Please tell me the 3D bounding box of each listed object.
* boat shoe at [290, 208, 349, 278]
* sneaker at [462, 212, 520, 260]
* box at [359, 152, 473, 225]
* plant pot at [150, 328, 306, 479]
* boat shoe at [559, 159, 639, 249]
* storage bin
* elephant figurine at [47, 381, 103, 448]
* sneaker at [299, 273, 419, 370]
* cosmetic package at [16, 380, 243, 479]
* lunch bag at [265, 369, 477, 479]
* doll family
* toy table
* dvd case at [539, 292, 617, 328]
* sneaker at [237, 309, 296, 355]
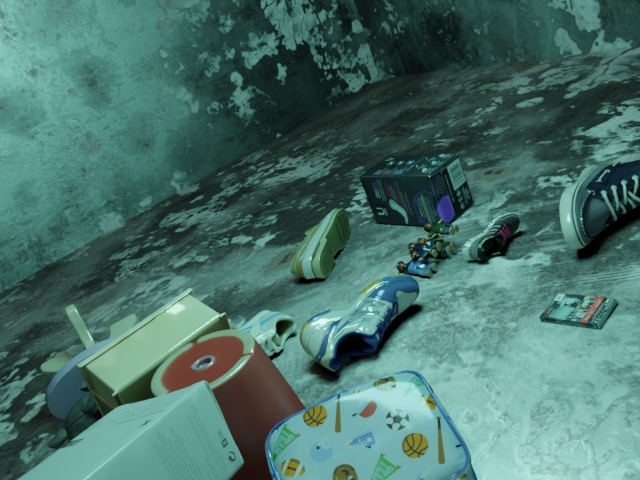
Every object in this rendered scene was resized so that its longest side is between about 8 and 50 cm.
[{"bbox_3d":[0.000,0.000,1.960,0.103,0.113,0.302,-5,28,24],"label":"boat shoe"},{"bbox_3d":[0.423,-0.003,1.647,0.170,0.063,0.074,-34,24,-15],"label":"sneaker"},{"bbox_3d":[0.272,-0.145,1.972,0.143,0.165,0.270,-37,27,-33],"label":"box"},{"bbox_3d":[-0.161,0.310,1.220,0.274,0.243,0.275,-19,21,8],"label":"plant pot"},{"bbox_3d":[0.656,-0.097,1.553,0.158,0.127,0.340,-14,21,39],"label":"boat shoe"},{"bbox_3d":[-0.290,0.283,1.352,0.123,0.261,0.262,22,46,39],"label":"storage bin"},{"bbox_3d":[-0.453,0.365,1.528,0.239,0.185,0.170,-111,46,-78],"label":"elephant figurine"},{"bbox_3d":[0.108,0.184,1.484,0.296,0.112,0.131,-30,41,-15],"label":"sneaker"},{"bbox_3d":[-0.307,0.364,0.943,0.217,0.156,0.385,-22,5,29],"label":"cosmetic package"},{"bbox_3d":[0.071,0.349,1.049,0.303,0.115,0.243,-25,43,-4],"label":"lunch bag"},{"bbox_3d":[0.262,0.023,1.719,0.111,0.076,0.193,10,41,45],"label":"doll family"},{"bbox_3d":[-0.537,0.287,1.655,0.274,0.252,0.161,-20,35,-25],"label":"toy table"},{"bbox_3d":[0.496,0.134,1.326,0.119,0.013,0.087,4,33,45],"label":"dvd case"},{"bbox_3d":[-0.146,0.238,1.584,0.092,0.088,0.229,-1,32,38],"label":"sneaker"}]
